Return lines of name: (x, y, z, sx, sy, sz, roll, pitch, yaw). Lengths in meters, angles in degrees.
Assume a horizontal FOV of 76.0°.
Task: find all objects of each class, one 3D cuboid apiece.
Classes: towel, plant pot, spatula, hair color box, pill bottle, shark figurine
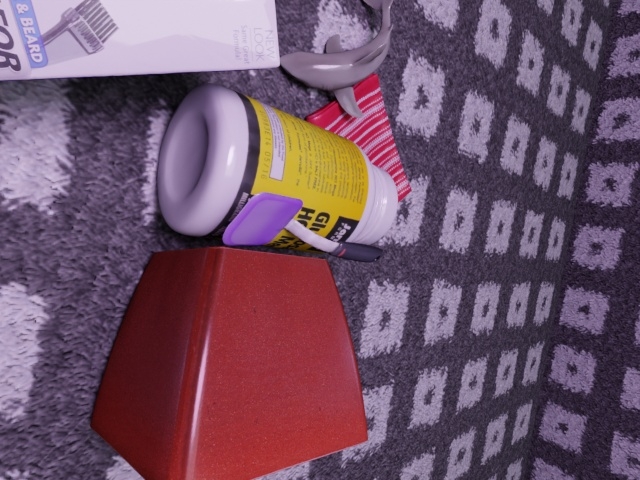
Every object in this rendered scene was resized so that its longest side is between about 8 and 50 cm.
towel: (0.087, -0.161, 0.808, 0.199, 0.031, 0.275, -41, 123, -28)
plant pot: (-0.115, 0.135, 0.549, 0.267, 0.267, 0.236, 9, 80, -43)
spatula: (0.000, 0.000, 0.537, 0.084, 0.030, 0.296, -45, 143, 22)
hair color box: (-0.214, -0.234, 0.342, 0.338, 0.110, 0.185, -13, 116, -22)
pill bottle: (-0.042, -0.080, 0.600, 0.334, 0.188, 0.188, 9, 92, -42)
shark figurine: (0.083, -0.332, 0.691, 0.166, 0.116, 0.278, 45, 72, -16)
